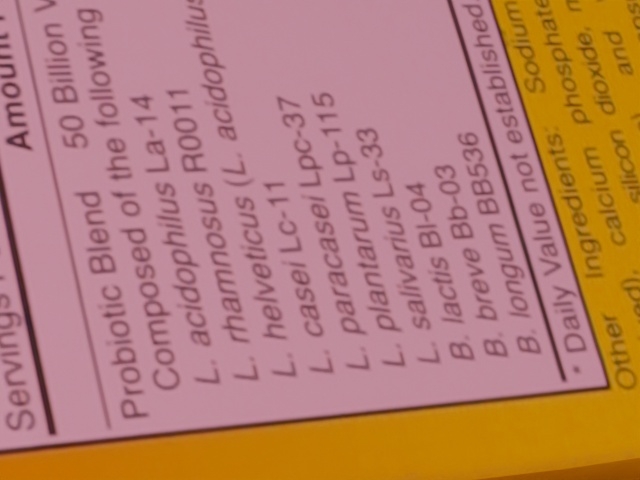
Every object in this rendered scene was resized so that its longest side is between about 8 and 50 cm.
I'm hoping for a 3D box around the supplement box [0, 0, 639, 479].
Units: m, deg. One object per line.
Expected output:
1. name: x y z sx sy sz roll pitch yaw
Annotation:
1. supplement box: 0.000 0.000 0.515 0.357 0.195 0.194 -3 66 -28
